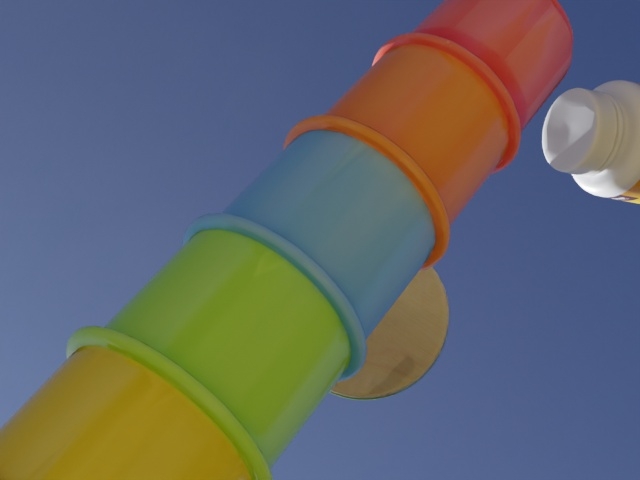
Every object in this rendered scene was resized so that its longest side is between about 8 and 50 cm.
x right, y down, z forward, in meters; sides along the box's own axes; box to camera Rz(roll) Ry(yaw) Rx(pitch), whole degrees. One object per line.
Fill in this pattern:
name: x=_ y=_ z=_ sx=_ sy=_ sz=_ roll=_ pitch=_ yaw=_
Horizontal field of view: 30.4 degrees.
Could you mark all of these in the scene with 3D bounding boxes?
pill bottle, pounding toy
pill bottle: x=0.333 y=-0.094 z=1.187 sx=0.215 sy=0.117 sz=0.117 roll=8 pitch=-70 yaw=-28
pounding toy: x=0.045 y=0.072 z=1.337 sx=0.183 sy=0.110 sz=0.236 roll=-21 pitch=-108 yaw=1

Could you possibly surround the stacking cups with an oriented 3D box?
stacking cups: x=0.000 y=0.000 z=0.450 sx=0.096 sy=0.096 sz=0.316 roll=51 pitch=-119 yaw=-19
